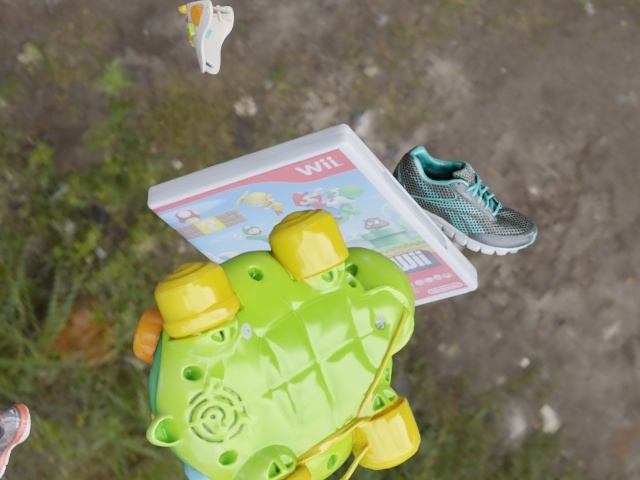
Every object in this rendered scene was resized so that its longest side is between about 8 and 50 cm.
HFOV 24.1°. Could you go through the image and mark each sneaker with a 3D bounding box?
[{"bbox_3d":[0.146,-0.043,1.528,0.065,0.166,0.076,-68,178,-47],"label":"sneaker"},{"bbox_3d":[-0.430,0.260,1.918,0.065,0.061,0.158,6,132,-41],"label":"sneaker"}]

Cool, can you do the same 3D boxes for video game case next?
[{"bbox_3d":[0.000,0.000,1.414,0.204,0.025,0.285,-17,144,24],"label":"video game case"}]

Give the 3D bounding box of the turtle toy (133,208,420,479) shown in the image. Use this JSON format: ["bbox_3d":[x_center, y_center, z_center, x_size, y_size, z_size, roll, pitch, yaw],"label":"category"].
[{"bbox_3d":[-0.011,0.040,0.520,0.130,0.066,0.095,-27,99,-37],"label":"turtle toy"}]

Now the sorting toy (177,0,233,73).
[{"bbox_3d":[-0.124,-0.219,1.631,0.083,0.045,0.075,-14,99,-77],"label":"sorting toy"}]
